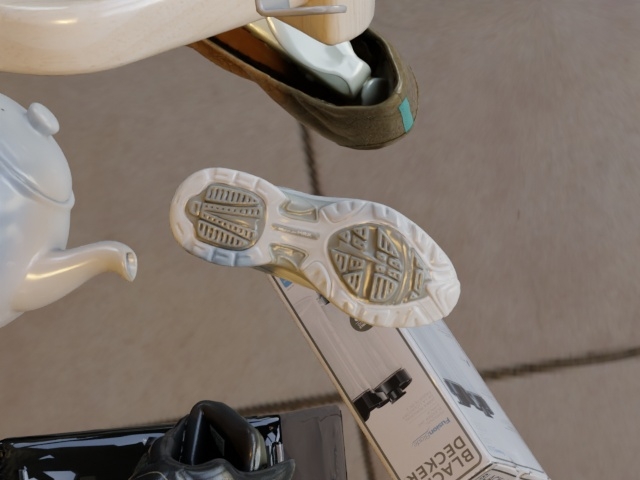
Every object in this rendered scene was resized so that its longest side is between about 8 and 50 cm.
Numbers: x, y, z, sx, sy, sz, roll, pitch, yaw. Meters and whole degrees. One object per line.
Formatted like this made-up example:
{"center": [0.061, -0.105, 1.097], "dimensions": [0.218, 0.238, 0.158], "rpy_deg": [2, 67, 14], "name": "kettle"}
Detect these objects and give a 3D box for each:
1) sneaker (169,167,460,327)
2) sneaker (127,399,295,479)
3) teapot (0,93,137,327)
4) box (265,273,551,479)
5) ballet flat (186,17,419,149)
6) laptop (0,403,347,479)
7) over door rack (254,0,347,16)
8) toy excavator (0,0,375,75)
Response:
{"center": [0.000, 0.000, 1.246], "dimensions": [0.232, 0.115, 0.090], "rpy_deg": [22, 93, 1], "name": "sneaker"}
{"center": [-0.049, 0.177, 0.909], "dimensions": [0.087, 0.227, 0.130], "rpy_deg": [19, 70, 32], "name": "sneaker"}
{"center": [-0.314, -0.057, 1.415], "dimensions": [0.187, 0.252, 0.256], "rpy_deg": [-43, 123, 9], "name": "teapot"}
{"center": [0.080, 0.124, 1.478], "dimensions": [0.087, 0.169, 0.290], "rpy_deg": [-39, 65, 12], "name": "box"}
{"center": [-0.068, -0.186, 1.212], "dimensions": [0.342, 0.124, 0.116], "rpy_deg": [36, 82, 0], "name": "ballet flat"}
{"center": [-0.112, 0.362, 1.515], "dimensions": [0.408, 0.236, 0.382], "rpy_deg": [-3, 84, -21], "name": "laptop"}
{"center": [0.051, -0.144, 0.393], "dimensions": [0.324, 0.239, 0.108], "rpy_deg": [-13, 89, 32], "name": "over door rack"}
{"center": [-0.244, -0.113, 0.792], "dimensions": [0.445, 0.433, 0.222], "rpy_deg": [16, 125, 23], "name": "toy excavator"}
